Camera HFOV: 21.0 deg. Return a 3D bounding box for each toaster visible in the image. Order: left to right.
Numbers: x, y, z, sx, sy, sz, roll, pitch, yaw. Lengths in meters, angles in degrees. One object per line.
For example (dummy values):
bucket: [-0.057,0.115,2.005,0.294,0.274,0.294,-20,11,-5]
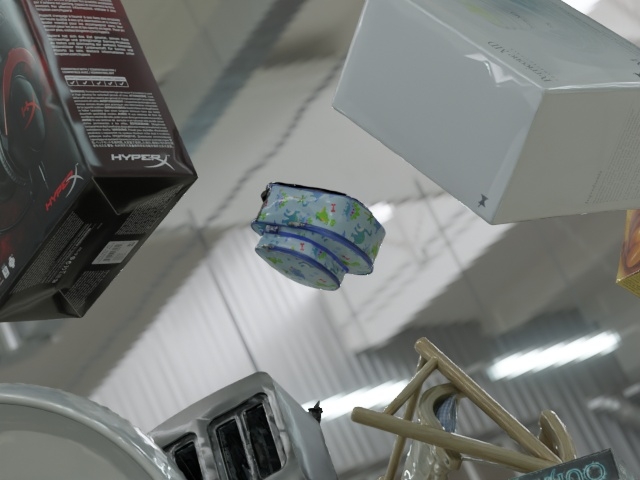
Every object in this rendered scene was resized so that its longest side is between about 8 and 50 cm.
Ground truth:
toaster: [-0.071,0.226,1.562,0.168,0.186,0.110,-29,-47,9]

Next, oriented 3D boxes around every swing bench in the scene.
swing bench: [0.159,0.295,1.956,0.165,0.254,0.253,-42,-27,-45]

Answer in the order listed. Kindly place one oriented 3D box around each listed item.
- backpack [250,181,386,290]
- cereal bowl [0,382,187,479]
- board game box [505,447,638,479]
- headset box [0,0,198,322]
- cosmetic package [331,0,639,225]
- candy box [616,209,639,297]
backpack: [0.000,0.000,1.686,0.114,0.084,0.105,5,-24,35]
cereal bowl: [-0.233,0.270,1.353,0.339,0.339,0.141,-30,3,10]
board game box: [0.111,0.181,1.111,0.186,0.026,0.126,-19,-20,12]
headset box: [-0.248,-0.109,1.483,0.110,0.293,0.218,-1,-33,-41]
cosmetic package: [0.174,-0.132,1.561,0.224,0.224,0.138,-8,-54,-42]
candy box: [0.401,-0.018,1.842,0.053,0.109,0.186,31,-36,-23]
